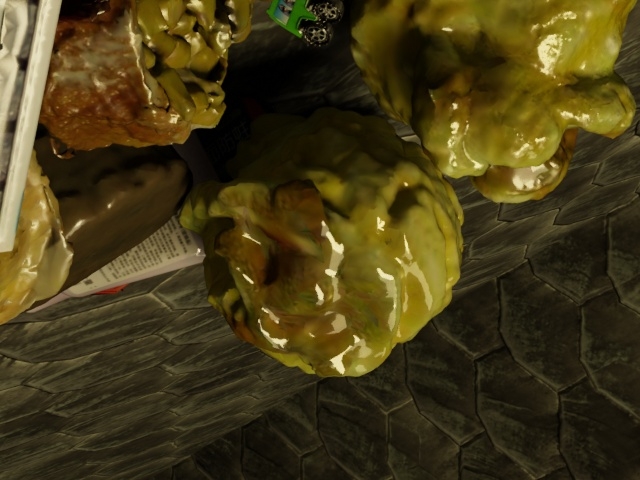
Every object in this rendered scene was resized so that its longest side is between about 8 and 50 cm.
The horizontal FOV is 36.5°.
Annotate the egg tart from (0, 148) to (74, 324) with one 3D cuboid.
[{"bbox_3d":[-0.352,0.003,0.684,0.341,0.129,0.341,-7,132,-8],"label":"egg tart"}]

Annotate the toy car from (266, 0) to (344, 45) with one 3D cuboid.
[{"bbox_3d":[0.006,-0.230,0.777,0.165,0.062,0.071,123,-9,-61],"label":"toy car"}]

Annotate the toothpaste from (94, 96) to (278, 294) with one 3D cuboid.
[{"bbox_3d":[-0.169,-0.043,1.111,0.320,0.076,0.066,-34,161,27],"label":"toothpaste"}]

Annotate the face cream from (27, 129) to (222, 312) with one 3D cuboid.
[{"bbox_3d":[-0.225,-0.011,1.057,0.274,0.154,0.096,-23,-173,17],"label":"face cream"}]

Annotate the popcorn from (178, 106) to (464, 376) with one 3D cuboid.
[{"bbox_3d":[-0.002,0.004,0.930,0.293,0.293,0.237,-37,-162,35],"label":"popcorn"}]

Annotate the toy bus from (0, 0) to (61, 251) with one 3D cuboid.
[{"bbox_3d":[-0.213,-0.128,0.514,0.131,0.106,0.297,-4,125,-41],"label":"toy bus"}]

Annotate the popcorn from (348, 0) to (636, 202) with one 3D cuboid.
[{"bbox_3d":[0.162,-0.180,0.849,0.225,0.276,0.276,-10,159,-27],"label":"popcorn"}]

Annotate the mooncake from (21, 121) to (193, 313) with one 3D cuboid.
[{"bbox_3d":[-0.236,-0.038,0.907,0.228,0.124,0.228,-35,174,-4],"label":"mooncake"}]

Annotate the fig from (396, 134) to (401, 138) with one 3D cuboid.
[{"bbox_3d":[0.043,-0.017,1.181,0.186,0.249,0.204,-20,168,11],"label":"fig"}]

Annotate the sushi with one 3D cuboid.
[{"bbox_3d":[-0.128,-0.153,0.710,0.179,0.167,0.296,-4,161,11],"label":"sushi"}]
